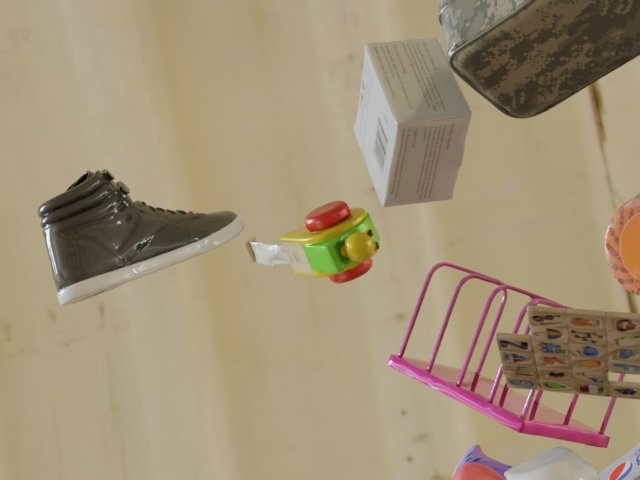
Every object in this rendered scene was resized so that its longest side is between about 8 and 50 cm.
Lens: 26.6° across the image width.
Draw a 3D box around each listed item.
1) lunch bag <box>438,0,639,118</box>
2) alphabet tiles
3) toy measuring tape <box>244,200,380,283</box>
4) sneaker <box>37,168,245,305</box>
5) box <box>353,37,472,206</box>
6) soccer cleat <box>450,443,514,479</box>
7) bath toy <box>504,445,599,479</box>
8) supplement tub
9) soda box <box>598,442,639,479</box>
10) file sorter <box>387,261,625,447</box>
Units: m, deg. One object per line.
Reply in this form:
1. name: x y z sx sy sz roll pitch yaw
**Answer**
1. lunch bag: 0.319 -0.358 1.861 0.305 0.256 0.212 -32 -44 30
2. alphabet tiles: 0.290 0.124 1.459 0.198 0.009 0.237 4 -26 15
3. toy measuring tape: 0.000 0.000 2.023 0.121 0.121 0.330 4 -1 -27
4. sneaker: -0.222 -0.031 1.683 0.295 0.147 0.104 -21 -1 -43
5. box: 0.135 -0.178 2.042 0.119 0.182 0.181 -7 -41 -13
6. soccer cleat: 0.320 0.360 1.752 0.318 0.116 0.109 20 -45 2
7. bath toy: 0.126 0.324 1.350 0.348 0.129 0.151 -24 -1 2
8. supplement tub: 0.581 0.002 2.064 0.316 0.194 0.193 -2 -18 -46
9. soda box: 0.527 0.356 2.062 0.286 0.098 0.091 -40 12 15
10. file sorter: 0.289 0.164 2.023 0.202 0.182 0.290 16 4 -40
